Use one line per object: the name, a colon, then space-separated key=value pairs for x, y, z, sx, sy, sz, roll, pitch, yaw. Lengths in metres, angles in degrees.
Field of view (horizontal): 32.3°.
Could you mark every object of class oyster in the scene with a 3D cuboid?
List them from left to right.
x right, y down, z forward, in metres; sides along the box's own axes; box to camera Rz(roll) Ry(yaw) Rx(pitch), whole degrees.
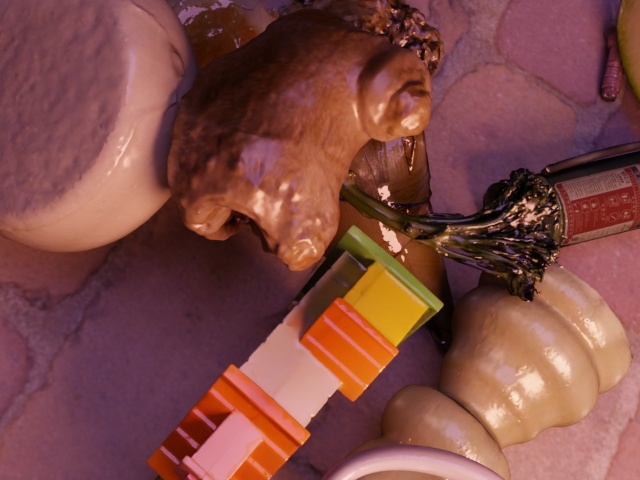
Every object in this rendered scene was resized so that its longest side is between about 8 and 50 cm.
oyster: x=0.038 y=-0.237 z=1.269 sx=0.214 sy=0.083 sz=0.222 roll=-14 pitch=65 yaw=-23

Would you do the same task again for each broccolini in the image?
broccolini: x=0.112 y=-0.054 z=1.054 sx=0.272 sy=0.062 sz=0.123 roll=30 pitch=65 yaw=9

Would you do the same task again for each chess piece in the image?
chess piece: x=0.137 y=0.180 z=1.070 sx=0.182 sy=0.182 sz=0.330 roll=43 pitch=69 yaw=6

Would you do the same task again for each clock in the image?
clock: x=-0.036 y=0.142 z=1.000 sx=0.106 sy=0.220 sz=0.255 roll=41 pitch=64 yaw=3

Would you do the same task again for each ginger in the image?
ginger: x=-0.012 y=-0.100 z=0.987 sx=0.221 sy=0.130 sz=0.275 roll=2 pitch=61 yaw=7

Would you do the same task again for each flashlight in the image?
flashlight: x=0.371 y=-0.221 z=1.378 sx=0.031 sy=0.052 sz=0.110 roll=37 pitch=62 yaw=-43

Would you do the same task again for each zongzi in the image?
zongzi: x=0.000 y=0.000 z=1.156 sx=0.260 sy=0.123 sz=0.289 roll=-9 pitch=100 yaw=0

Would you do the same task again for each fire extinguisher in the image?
fire extinguisher: x=0.334 y=-0.052 z=1.256 sx=0.294 sy=0.093 sz=0.118 roll=-13 pitch=106 yaw=-20

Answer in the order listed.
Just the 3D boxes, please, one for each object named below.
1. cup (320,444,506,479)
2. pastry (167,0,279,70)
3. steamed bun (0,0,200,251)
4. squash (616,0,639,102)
cup: x=0.026 y=0.330 z=0.888 sx=0.275 sy=0.259 sz=0.356 roll=23 pitch=88 yaw=-1
pastry: x=-0.122 y=-0.204 z=1.180 sx=0.166 sy=0.088 sz=0.165 roll=-2 pitch=96 yaw=-24
steamed bun: x=-0.230 y=-0.125 z=1.063 sx=0.283 sy=0.177 sz=0.282 roll=-5 pitch=79 yaw=28
squash: x=0.444 y=-0.171 z=1.305 sx=0.289 sy=0.111 sz=0.203 roll=45 pitch=27 yaw=-9
